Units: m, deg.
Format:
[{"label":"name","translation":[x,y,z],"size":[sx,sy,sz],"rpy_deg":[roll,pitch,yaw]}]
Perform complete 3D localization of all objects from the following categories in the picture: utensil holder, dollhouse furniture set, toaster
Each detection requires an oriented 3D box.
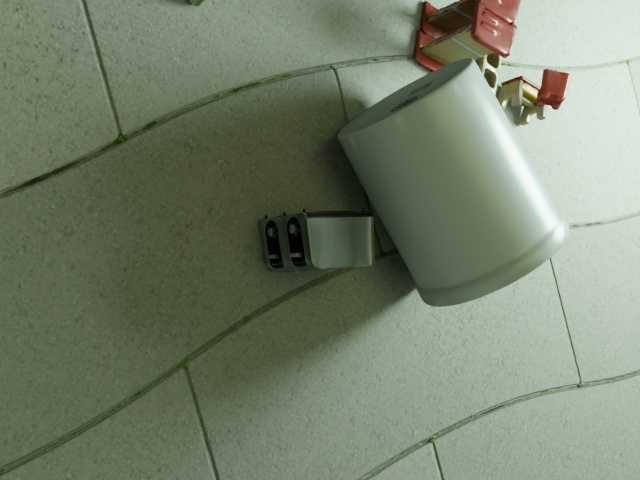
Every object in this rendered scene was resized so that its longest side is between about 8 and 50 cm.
[{"label":"utensil holder","translation":[0.254,-0.115,1.812],"size":[0.328,0.328,0.385],"rpy_deg":[-40,106,-33]},{"label":"dollhouse furniture set","translation":[0.409,-0.412,2.035],"size":[0.374,0.201,0.152],"rpy_deg":[22,72,-32]},{"label":"toaster","translation":[0.000,0.000,1.707],"size":[0.186,0.168,0.110],"rpy_deg":[-2,88,-35]}]

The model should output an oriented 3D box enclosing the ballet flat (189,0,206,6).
[{"label":"ballet flat","translation":[-0.210,-0.511,1.685],"size":[0.057,0.052,0.168],"rpy_deg":[8,79,-35]}]
